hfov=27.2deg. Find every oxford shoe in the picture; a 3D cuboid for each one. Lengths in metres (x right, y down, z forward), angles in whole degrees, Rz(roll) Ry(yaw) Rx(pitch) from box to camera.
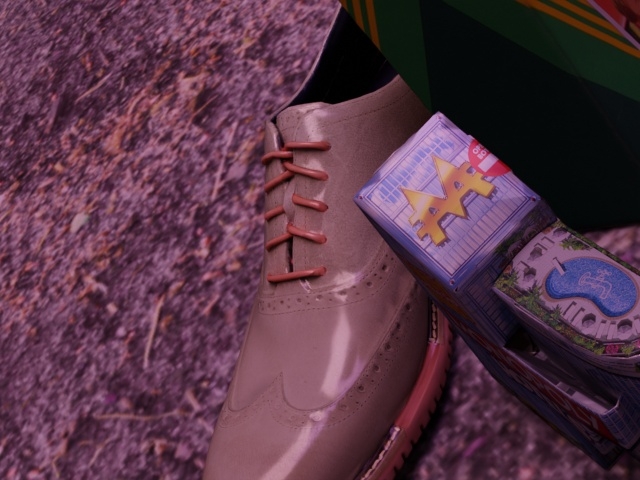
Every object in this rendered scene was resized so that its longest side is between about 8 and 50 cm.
[{"bbox_3d":[0.000,0.000,0.783,0.140,0.146,0.397,-8,49,37],"label":"oxford shoe"}]

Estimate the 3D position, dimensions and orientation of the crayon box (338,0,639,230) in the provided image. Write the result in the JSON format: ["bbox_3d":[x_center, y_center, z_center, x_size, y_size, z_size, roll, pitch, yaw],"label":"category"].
[{"bbox_3d":[0.126,-0.241,0.763,0.106,0.313,0.363,-9,49,38],"label":"crayon box"}]

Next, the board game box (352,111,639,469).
[{"bbox_3d":[0.108,0.037,0.608,0.060,0.194,0.194,-46,36,-3],"label":"board game box"}]
